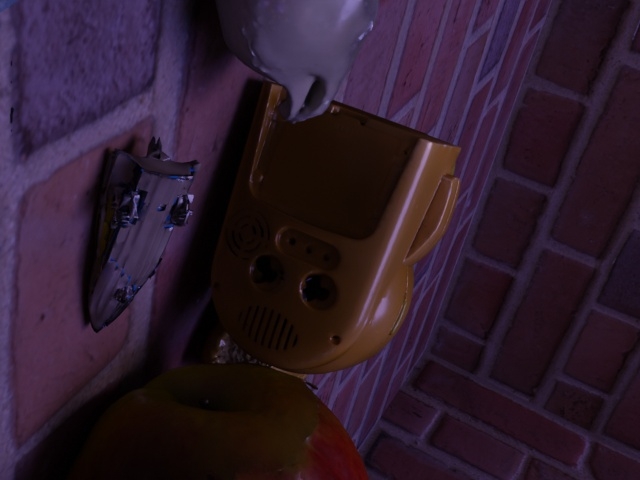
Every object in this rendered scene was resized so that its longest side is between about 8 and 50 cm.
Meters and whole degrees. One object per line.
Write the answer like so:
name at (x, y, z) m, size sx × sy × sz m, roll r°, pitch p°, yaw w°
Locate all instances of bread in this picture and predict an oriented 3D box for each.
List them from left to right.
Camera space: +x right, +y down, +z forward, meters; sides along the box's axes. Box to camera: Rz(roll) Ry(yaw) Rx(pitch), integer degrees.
bread at (-0.074, 0.141, 1.254) m, size 0.174 × 0.121 × 0.245 m, roll -53°, pitch 167°, yaw -9°

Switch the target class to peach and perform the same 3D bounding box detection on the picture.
peach at (-0.110, 0.320, 0.997) m, size 0.370 × 0.370 × 0.370 m, roll -56°, pitch 162°, yaw -28°

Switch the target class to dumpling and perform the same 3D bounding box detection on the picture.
dumpling at (-0.025, -0.233, 0.822) m, size 0.193 × 0.147 × 0.258 m, roll -114°, pitch -159°, yaw -55°

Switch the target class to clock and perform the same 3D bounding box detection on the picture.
clock at (0.000, 0.000, 1.043) m, size 0.317 × 0.244 × 0.200 m, roll -68°, pitch 160°, yaw 5°

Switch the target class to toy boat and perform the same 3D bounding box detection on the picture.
toy boat at (-0.176, 0.006, 0.836) m, size 0.084 × 0.066 × 0.210 m, roll 4°, pitch 126°, yaw -38°

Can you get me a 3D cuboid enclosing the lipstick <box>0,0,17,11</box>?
lipstick at (-0.180, -0.254, 0.401) m, size 0.068 × 0.066 × 0.317 m, roll -52°, pitch 160°, yaw -38°
